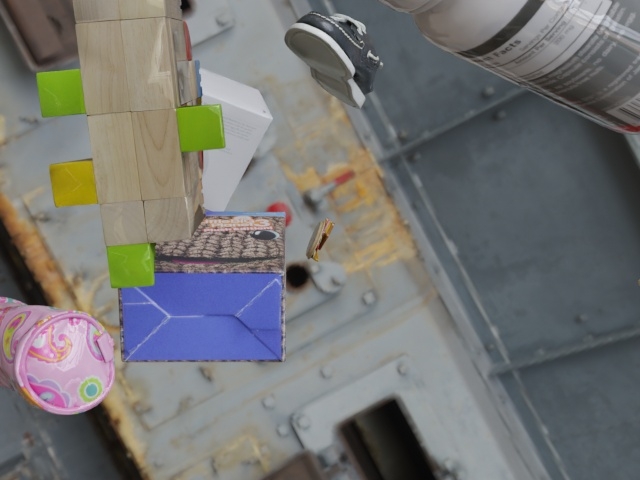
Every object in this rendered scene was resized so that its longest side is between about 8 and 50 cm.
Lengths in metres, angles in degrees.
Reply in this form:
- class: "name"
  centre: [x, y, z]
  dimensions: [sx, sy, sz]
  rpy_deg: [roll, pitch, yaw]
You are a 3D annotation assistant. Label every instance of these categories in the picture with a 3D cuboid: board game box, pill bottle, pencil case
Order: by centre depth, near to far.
- class: "pill bottle"
  centre: [0.171, -0.201, 0.742]
  dimensions: [0.283, 0.161, 0.161]
  rpy_deg: [19, 16, -27]
- class: "pencil case"
  centre: [-0.345, 0.130, 1.152]
  dimensions: [0.284, 0.124, 0.124]
  rpy_deg: [1, -59, 57]
- class: "board game box"
  centre: [-0.167, 0.062, 1.459]
  dimensions: [0.291, 0.232, 0.141]
  rpy_deg: [-98, -171, -72]

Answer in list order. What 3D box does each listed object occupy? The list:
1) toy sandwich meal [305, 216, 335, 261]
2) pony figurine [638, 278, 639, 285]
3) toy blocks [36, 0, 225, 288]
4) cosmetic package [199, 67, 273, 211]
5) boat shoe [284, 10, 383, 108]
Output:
- class: "toy sandwich meal"
  centre: [0.000, 0.000, 1.745]
  dimensions: [0.029, 0.086, 0.085]
  rpy_deg: [22, -2, -7]
- class: "pony figurine"
  centre: [0.729, -0.060, 1.588]
  dimensions: [0.303, 0.351, 0.363]
  rpy_deg: [-64, 163, -55]
- class: "toy blocks"
  centre: [-0.202, -0.162, 1.148]
  dimensions: [0.261, 0.190, 0.381]
  rpy_deg: [-93, 178, -78]
- class: "cosmetic package"
  centre: [-0.247, -0.203, 1.822]
  dimensions: [0.224, 0.225, 0.138]
  rpy_deg: [18, 28, -28]
- class: "boat shoe"
  centre: [0.026, -0.281, 1.401]
  dimensions: [0.114, 0.091, 0.302]
  rpy_deg: [30, -1, 9]
